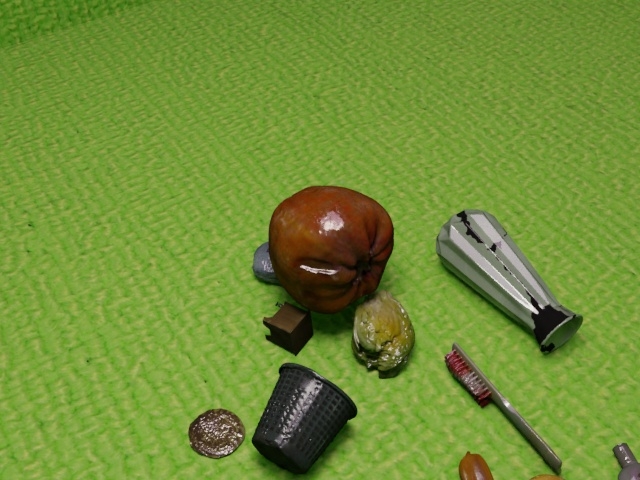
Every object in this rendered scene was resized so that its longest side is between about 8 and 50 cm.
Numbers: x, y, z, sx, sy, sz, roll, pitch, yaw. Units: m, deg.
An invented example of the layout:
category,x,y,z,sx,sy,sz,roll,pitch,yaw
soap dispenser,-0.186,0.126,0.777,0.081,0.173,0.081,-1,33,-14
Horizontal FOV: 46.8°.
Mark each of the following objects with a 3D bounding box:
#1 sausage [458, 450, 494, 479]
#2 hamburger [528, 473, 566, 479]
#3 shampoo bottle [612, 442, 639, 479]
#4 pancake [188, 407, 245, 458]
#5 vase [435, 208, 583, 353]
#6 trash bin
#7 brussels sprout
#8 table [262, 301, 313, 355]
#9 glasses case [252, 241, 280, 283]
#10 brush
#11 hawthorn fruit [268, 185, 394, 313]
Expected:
category,x,y,z,sx,sy,sz,roll,pitch,yaw
sausage,0.294,0.463,1.335,0.054,0.062,0.183,3,44,-20
hamburger,0.400,0.478,1.280,0.147,0.083,0.138,-10,47,-39
shampoo bottle,0.589,0.449,1.351,0.080,0.040,0.165,-12,47,-7
pancake,-0.206,0.382,1.465,0.114,0.011,0.115,-1,45,1
vase,0.416,0.083,1.651,0.165,0.165,0.360,-25,53,-21
trash bin,-0.040,0.348,1.401,0.175,0.175,0.161,21,60,21
brussels sprout,0.131,0.196,1.584,0.139,0.100,0.181,4,43,-8
table,-0.071,0.187,1.607,0.082,0.083,0.070,22,51,26
glasses case,-0.021,0.057,1.744,0.282,0.067,0.109,5,50,8
brush,0.353,0.333,1.465,0.050,0.060,0.321,-32,51,-11
hawthorn fruit,0.000,0.000,1.590,0.277,0.277,0.298,-29,48,-24
